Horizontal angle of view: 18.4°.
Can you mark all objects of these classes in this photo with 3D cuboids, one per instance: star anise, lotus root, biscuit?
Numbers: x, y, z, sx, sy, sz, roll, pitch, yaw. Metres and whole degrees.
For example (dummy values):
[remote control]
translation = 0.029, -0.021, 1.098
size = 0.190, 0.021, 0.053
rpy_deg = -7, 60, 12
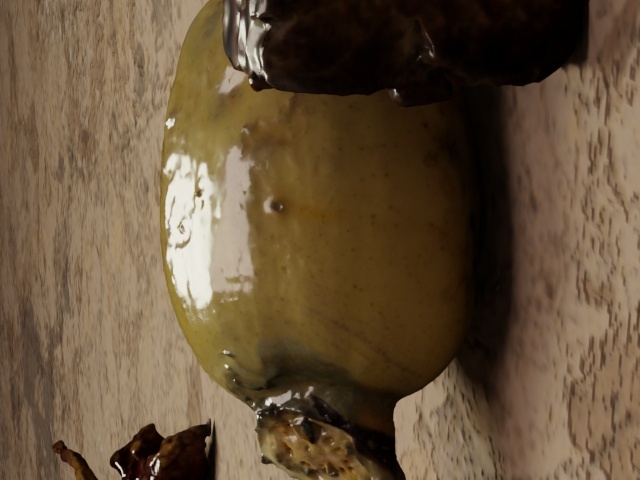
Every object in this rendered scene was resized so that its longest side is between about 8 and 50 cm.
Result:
[star anise]
translation = -0.115, 0.153, 1.225
size = 0.191, 0.070, 0.097
rpy_deg = 16, 118, 61
[lotus root]
translation = 0.000, 0.000, 0.726
size = 0.125, 0.118, 0.220
rpy_deg = 71, -162, -84
[biscuit]
translation = 0.022, -0.236, 0.621
size = 0.073, 0.107, 0.388
rpy_deg = -162, 71, -74
